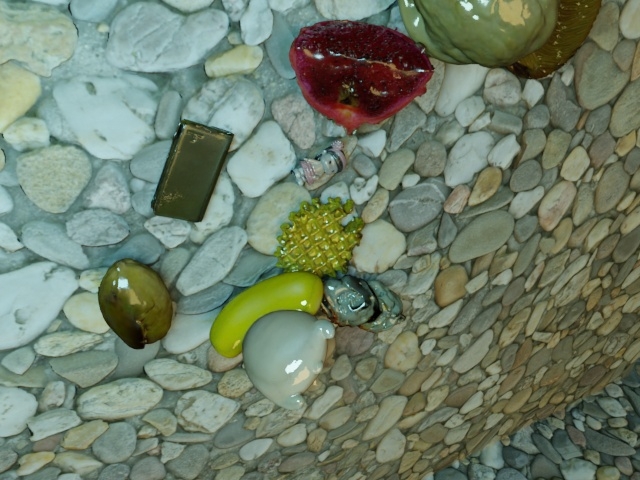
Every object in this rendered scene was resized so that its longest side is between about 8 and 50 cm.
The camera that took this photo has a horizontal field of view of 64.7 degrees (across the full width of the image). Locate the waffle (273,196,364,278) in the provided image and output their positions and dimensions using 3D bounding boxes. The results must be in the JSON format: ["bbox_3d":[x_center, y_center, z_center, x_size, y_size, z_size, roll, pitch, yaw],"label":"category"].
[{"bbox_3d":[0.000,0.000,1.219,0.232,0.051,0.228,-1,125,-31],"label":"waffle"}]

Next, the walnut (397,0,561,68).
[{"bbox_3d":[0.283,-0.456,0.907,0.286,0.296,0.285,5,129,6],"label":"walnut"}]

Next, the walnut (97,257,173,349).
[{"bbox_3d":[-0.374,0.134,1.031,0.137,0.137,0.245,-22,131,-17],"label":"walnut"}]

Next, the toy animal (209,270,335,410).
[{"bbox_3d":[-0.058,0.231,1.169,0.277,0.345,0.246,-47,130,-17],"label":"toy animal"}]

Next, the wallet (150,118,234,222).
[{"bbox_3d":[-0.250,-0.131,0.982,0.110,0.031,0.198,11,114,-36],"label":"wallet"}]

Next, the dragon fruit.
[{"bbox_3d":[0.062,-0.313,0.992,0.262,0.134,0.211,10,136,-7],"label":"dragon fruit"}]

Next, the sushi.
[{"bbox_3d":[0.109,0.166,1.333,0.130,0.124,0.332,-36,148,21],"label":"sushi"}]

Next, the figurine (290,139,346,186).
[{"bbox_3d":[-0.003,-0.167,1.099,0.129,0.054,0.072,-24,117,-6],"label":"figurine"}]

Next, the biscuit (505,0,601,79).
[{"bbox_3d":[0.541,-0.534,1.175,0.318,0.040,0.317,-17,129,-22],"label":"biscuit"}]
